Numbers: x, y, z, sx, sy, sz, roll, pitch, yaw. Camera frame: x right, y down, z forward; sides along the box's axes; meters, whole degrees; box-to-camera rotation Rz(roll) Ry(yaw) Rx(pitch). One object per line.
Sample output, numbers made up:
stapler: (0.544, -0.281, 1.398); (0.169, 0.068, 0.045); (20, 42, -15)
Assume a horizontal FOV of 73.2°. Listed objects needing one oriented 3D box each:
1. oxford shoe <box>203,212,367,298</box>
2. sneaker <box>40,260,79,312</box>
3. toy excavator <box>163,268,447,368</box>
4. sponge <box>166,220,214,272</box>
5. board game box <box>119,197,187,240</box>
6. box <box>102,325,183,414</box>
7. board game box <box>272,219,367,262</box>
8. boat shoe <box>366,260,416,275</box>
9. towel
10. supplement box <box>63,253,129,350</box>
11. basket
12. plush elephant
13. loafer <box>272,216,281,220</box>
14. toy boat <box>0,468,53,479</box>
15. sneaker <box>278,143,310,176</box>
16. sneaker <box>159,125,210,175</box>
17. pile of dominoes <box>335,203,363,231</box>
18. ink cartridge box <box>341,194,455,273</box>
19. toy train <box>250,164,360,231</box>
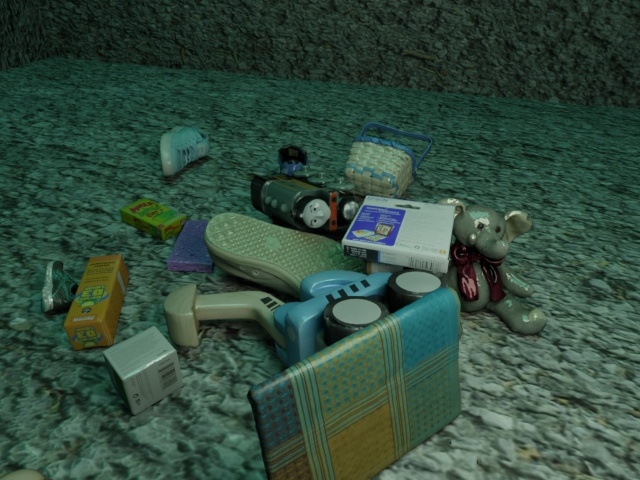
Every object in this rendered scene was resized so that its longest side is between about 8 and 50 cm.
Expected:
oxford shoe: (-0.065, 0.065, 1.038); (0.449, 0.130, 0.169); (20, 54, 0)
sneaker: (-0.603, 0.107, 1.007); (0.076, 0.065, 0.166); (4, 33, -29)
toy excavator: (-0.040, 0.166, 0.859); (0.433, 0.222, 0.445); (-18, 26, -31)
sponge: (-0.335, 0.011, 1.185); (0.117, 0.031, 0.210); (2, 33, -1)
board game box: (-0.494, -0.066, 1.275); (0.181, 0.043, 0.092); (22, 38, 25)
box: (-0.322, 0.235, 0.787); (0.102, 0.101, 0.087); (-26, 43, -36)
board game box: (0.000, 0.000, 1.163); (0.281, 0.027, 0.145); (4, 34, 2)
boat shoe: (0.189, 0.066, 0.993); (0.096, 0.098, 0.277); (3, -5, 24)
towel: (0.078, 0.247, 0.660); (0.370, 0.271, 0.040); (-19, 24, -28)
supplement box: (-0.488, 0.129, 0.955); (0.078, 0.080, 0.233); (-7, 37, -10)
basket: (0.215, -0.279, 1.484); (0.255, 0.201, 0.289); (21, 69, 24)
plush elephant: (0.366, 0.038, 1.000); (0.272, 0.255, 0.330); (1, 34, -4)
loafer: (-0.114, -0.100, 1.323); (0.078, 0.080, 0.220); (-15, 38, -24)
toy boat: (-0.425, 0.407, 0.517); (0.231, 0.151, 0.151); (-29, 74, -39)
sneaker: (-0.083, -0.264, 1.497); (0.129, 0.147, 0.330); (1, 22, -5)
sneaker: (-0.500, -0.352, 1.622); (0.150, 0.135, 0.366); (-2, 35, -3)
pile of dominoes: (0.101, -0.056, 1.234); (0.251, 0.040, 0.196); (-9, 21, -14)
ink cartridge box: (0.171, -0.022, 0.902); (0.206, 0.045, 0.208); (9, 35, 17)
toy train: (-0.046, -0.105, 1.120); (0.190, 0.142, 0.334); (-12, 24, -29)
